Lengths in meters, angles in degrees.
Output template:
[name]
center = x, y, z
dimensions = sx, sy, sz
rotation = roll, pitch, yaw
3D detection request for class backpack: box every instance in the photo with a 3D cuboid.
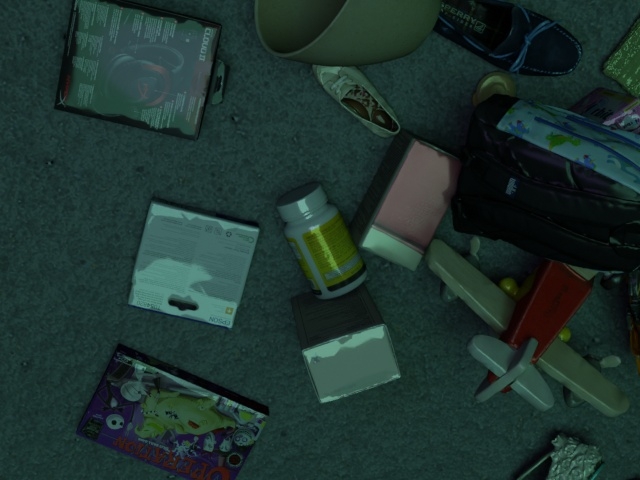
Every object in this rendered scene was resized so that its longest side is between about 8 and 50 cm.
[backpack]
center = 0.448, -0.091, 1.599
dimensions = 0.273, 0.355, 0.290
rotation = -32, 138, -36

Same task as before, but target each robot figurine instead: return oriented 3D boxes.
[robot figurine]
center = 0.678, 0.137, 1.835
dimensions = 0.085, 0.211, 0.291
rotation = -1, 118, 28

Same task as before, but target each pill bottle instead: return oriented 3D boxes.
[pill bottle]
center = 0.000, 0.000, 1.760
dimensions = 0.119, 0.119, 0.208
rotation = -25, 106, 1

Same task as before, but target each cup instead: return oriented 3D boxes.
[cup]
center = 0.072, -0.440, 1.575
dimensions = 0.237, 0.331, 0.331
rotation = 17, 104, -36

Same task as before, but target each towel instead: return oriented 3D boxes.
[towel]
center = 0.635, -0.366, 1.774
dimensions = 0.110, 0.027, 0.148
rotation = 35, 98, -14

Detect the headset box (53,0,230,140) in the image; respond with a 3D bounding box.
[headset box]
center = -0.316, -0.317, 1.645
dimensions = 0.293, 0.110, 0.218
rotation = 11, 104, -9

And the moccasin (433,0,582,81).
[moccasin]
center = 0.338, -0.383, 1.692
dimensions = 0.342, 0.117, 0.138
rotation = 14, 103, -9

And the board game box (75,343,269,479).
[board game box]
center = -0.305, 0.376, 1.871
dimensions = 0.347, 0.056, 0.208
rotation = 25, 105, -12

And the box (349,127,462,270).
[box]
center = 0.168, -0.082, 1.740
dimensions = 0.127, 0.148, 0.232
rotation = 24, 102, -12

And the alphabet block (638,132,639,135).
[alphabet block]
center = 0.685, -0.114, 1.763
dimensions = 0.192, 0.193, 0.197
rotation = 1, 105, -8

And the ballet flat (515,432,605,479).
[ballet flat]
center = 0.467, 0.598, 1.985
dimensions = 0.147, 0.147, 0.409
rotation = 31, 97, -13

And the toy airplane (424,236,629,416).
[toy airplane]
center = 0.405, 0.172, 1.772
dimensions = 0.384, 0.272, 0.386
rotation = -3, 73, -18

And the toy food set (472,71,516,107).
[toy food set]
center = 0.345, -0.290, 1.768
dimensions = 0.082, 0.020, 0.083
rotation = 17, 102, -10

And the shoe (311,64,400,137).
[shoe]
center = 0.073, -0.279, 1.723
dimensions = 0.219, 0.058, 0.076
rotation = 41, 98, -14

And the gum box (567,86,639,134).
[gum box]
center = 0.542, -0.229, 1.717
dimensions = 0.107, 0.188, 0.062
rotation = -36, 106, 5

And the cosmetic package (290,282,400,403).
[cosmetic package]
center = 0.040, 0.180, 1.714
dimensions = 0.160, 0.309, 0.113
rotation = -17, 105, 0

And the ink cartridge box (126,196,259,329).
[ink cartridge box]
center = -0.253, 0.047, 1.785
dimensions = 0.223, 0.045, 0.224
rotation = 15, 104, -9
